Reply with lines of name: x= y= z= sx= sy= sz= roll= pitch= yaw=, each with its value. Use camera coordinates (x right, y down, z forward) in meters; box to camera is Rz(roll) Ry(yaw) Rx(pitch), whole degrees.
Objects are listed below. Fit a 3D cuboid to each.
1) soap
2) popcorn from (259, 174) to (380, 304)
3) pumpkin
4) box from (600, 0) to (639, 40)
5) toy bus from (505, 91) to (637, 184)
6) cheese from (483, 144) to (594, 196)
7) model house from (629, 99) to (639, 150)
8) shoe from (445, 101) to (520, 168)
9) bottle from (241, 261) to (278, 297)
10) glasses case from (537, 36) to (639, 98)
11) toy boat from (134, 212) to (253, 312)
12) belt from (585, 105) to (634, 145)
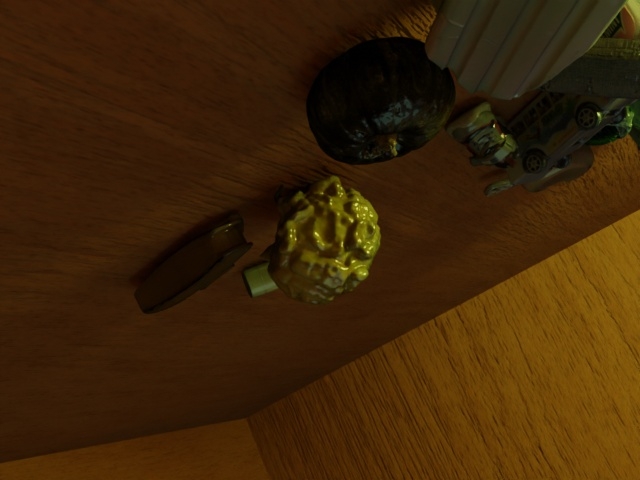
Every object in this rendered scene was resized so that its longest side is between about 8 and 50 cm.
soap: x=0.259 y=-0.318 z=0.956 sx=0.208 sy=0.114 sz=0.347 roll=9 pitch=156 yaw=-5
popcorn: x=-0.006 y=-0.001 z=1.473 sx=0.225 sy=0.249 sz=0.249 roll=25 pitch=140 yaw=-19
pumpkin: x=0.088 y=-0.197 z=1.133 sx=0.224 sy=0.157 sz=0.223 roll=-12 pitch=163 yaw=-4
box: x=0.643 y=-0.407 z=1.329 sx=0.370 sy=0.112 sz=0.190 roll=-22 pitch=163 yaw=-7
toy bus: x=0.490 y=-0.243 z=1.555 sx=0.109 sy=0.135 sz=0.329 roll=-13 pitch=159 yaw=-36
cheese: x=0.539 y=-0.170 z=1.932 sx=0.287 sy=0.082 sz=0.163 roll=-20 pitch=161 yaw=-6
model house: x=0.854 y=-0.230 z=1.762 sx=0.252 sy=0.329 sz=0.295 roll=-31 pitch=163 yaw=29
shoe: x=0.328 y=-0.188 z=1.523 sx=0.099 sy=0.125 sz=0.228 roll=-30 pitch=163 yaw=26
bottle: x=-0.079 y=0.069 z=1.813 sx=0.202 sy=0.072 sz=0.072 roll=-20 pitch=162 yaw=-14
glasses case: x=0.438 y=-0.285 z=1.264 sx=0.283 sy=0.067 sz=0.109 roll=12 pitch=159 yaw=21
toy boat: x=-0.253 y=0.058 z=1.531 sx=0.321 sy=0.089 sz=0.121 roll=-36 pitch=171 yaw=32
belt: x=0.605 y=-0.252 z=1.692 sx=0.152 sy=0.079 sz=0.121 roll=-4 pitch=160 yaw=9
